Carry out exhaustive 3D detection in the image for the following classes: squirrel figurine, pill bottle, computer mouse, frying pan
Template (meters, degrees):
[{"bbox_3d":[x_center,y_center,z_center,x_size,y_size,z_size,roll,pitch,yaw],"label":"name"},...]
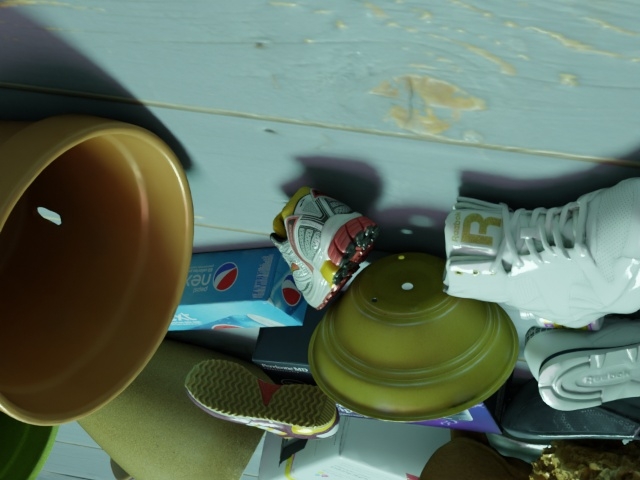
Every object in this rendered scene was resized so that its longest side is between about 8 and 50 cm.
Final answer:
[{"bbox_3d":[0.312,0.330,1.756,0.370,0.281,0.397,28,141,0],"label":"squirrel figurine"},{"bbox_3d":[0.251,0.070,1.511,0.083,0.043,0.043,3,156,23],"label":"pill bottle"},{"bbox_3d":[0.330,0.176,1.629,0.272,0.072,0.188,-5,-175,30],"label":"computer mouse"},{"bbox_3d":[0.249,0.208,1.829,0.197,0.053,0.326,-1,141,21],"label":"frying pan"}]

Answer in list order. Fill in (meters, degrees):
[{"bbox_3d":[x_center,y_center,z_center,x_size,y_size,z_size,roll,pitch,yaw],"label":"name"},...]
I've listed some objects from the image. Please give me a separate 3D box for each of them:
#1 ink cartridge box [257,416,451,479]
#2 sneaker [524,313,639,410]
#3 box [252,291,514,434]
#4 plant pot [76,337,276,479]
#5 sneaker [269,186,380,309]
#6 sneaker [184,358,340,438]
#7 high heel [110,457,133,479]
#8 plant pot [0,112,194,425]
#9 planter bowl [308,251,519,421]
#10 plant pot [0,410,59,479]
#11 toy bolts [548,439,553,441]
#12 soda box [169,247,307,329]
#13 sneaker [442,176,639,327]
[{"bbox_3d":[0.073,0.302,2.052,0.226,0.131,0.306,20,155,-17],"label":"ink cartridge box"},{"bbox_3d":[0.333,0.113,1.534,0.235,0.095,0.090,-2,119,-7],"label":"sneaker"},{"bbox_3d":[0.078,0.141,1.706,0.261,0.103,0.184,4,153,22],"label":"box"},{"bbox_3d":[-0.206,0.230,1.950,0.254,0.237,0.237,28,157,0],"label":"plant pot"},{"bbox_3d":[0.000,0.000,1.459,0.092,0.088,0.225,40,164,7],"label":"sneaker"},{"bbox_3d":[-0.068,0.195,1.698,0.185,0.070,0.084,15,155,13],"label":"sneaker"},{"bbox_3d":[-0.168,0.291,2.249,0.181,0.127,0.377,-7,169,-38],"label":"high heel"},{"bbox_3d":[-0.289,0.007,1.387,0.203,0.291,0.291,19,163,31],"label":"plant pot"},{"bbox_3d":[0.090,0.075,1.465,0.217,0.217,0.090,6,129,18],"label":"planter bowl"},{"bbox_3d":[-0.572,0.192,1.914,0.366,0.367,0.353,25,166,-27],"label":"plant pot"},{"bbox_3d":[0.305,0.360,2.022,0.228,0.158,0.218,1,155,27],"label":"toy bolts"},{"bbox_3d":[-0.114,0.057,1.652,0.210,0.067,0.071,-4,152,37],"label":"soda box"},{"bbox_3d":[0.198,0.006,1.306,0.169,0.108,0.292,13,159,-8],"label":"sneaker"}]
